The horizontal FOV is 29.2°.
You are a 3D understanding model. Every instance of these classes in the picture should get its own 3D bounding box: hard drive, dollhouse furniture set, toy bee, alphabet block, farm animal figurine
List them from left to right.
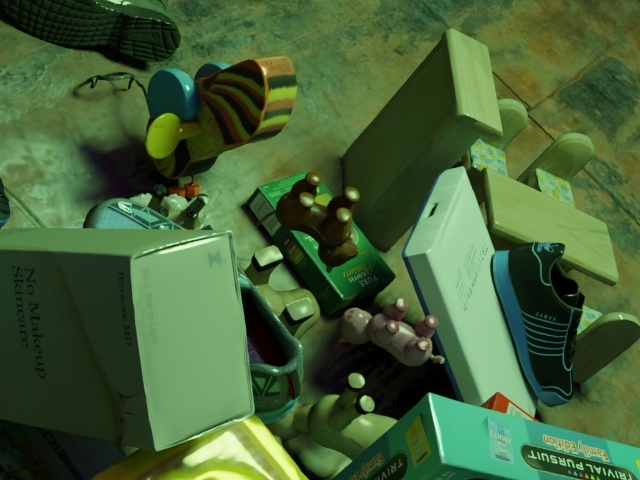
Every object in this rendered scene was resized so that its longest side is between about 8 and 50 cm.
[{"bbox_3d":[-0.118,0.283,1.042,0.192,0.197,0.193,50,38,10],"label":"alphabet block"},{"bbox_3d":[-0.138,-0.130,1.448,0.195,0.298,0.162,-13,101,-26],"label":"toy bee"},{"bbox_3d":[-0.050,0.105,1.316,0.327,0.172,0.330,-1,61,-26],"label":"farm animal figurine"},{"bbox_3d":[0.186,0.099,1.463,0.318,0.040,0.210,67,27,-23],"label":"hard drive"},{"bbox_3d":[0.264,-0.070,1.664,0.394,0.256,0.362,22,42,-23],"label":"dollhouse furniture set"}]

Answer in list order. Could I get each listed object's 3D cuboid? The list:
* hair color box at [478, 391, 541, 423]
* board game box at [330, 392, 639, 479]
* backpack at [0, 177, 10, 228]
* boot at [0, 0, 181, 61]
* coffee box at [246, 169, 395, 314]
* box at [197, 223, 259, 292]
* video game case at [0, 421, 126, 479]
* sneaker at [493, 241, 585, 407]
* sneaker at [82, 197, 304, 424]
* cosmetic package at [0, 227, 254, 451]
[{"bbox_3d":[0.180,0.238,1.386,0.072,0.141,0.043,36,38,-6],"label":"hair color box"},{"bbox_3d":[0.177,0.284,1.249,0.336,0.254,0.079,17,44,-28],"label":"board game box"},{"bbox_3d":[-0.376,-0.035,1.208,0.120,0.101,0.098,3,54,-44],"label":"backpack"},{"bbox_3d":[-0.301,-0.317,1.585,0.246,0.083,0.161,15,33,-29],"label":"boot"},{"bbox_3d":[0.000,0.000,1.545,0.113,0.040,0.184,-23,69,-49],"label":"coffee box"},{"bbox_3d":[-0.109,0.076,1.178,0.116,0.029,0.162,-31,77,-25],"label":"box"},{"bbox_3d":[-0.258,0.214,1.137,0.119,0.015,0.166,51,38,10],"label":"video game case"},{"bbox_3d":[0.288,0.106,1.516,0.232,0.090,0.081,66,27,-24],"label":"sneaker"},{"bbox_3d":[-0.106,0.043,1.106,0.262,0.125,0.104,42,62,7],"label":"sneaker"},{"bbox_3d":[-0.209,0.074,1.055,0.113,0.309,0.160,-14,100,-45],"label":"cosmetic package"}]
